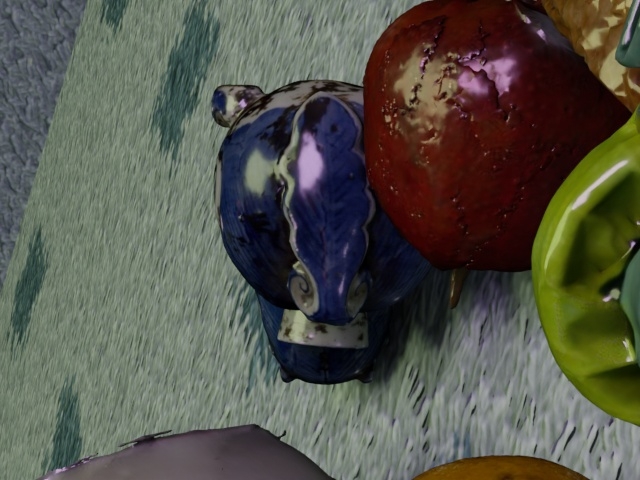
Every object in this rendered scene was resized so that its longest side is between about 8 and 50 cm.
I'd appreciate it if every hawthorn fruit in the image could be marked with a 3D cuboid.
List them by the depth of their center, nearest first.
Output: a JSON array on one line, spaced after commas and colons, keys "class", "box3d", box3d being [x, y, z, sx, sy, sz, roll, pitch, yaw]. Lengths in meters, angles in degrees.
[{"class": "hawthorn fruit", "box3d": [0.088, -0.048, 0.850, 0.148, 0.148, 0.172, -153, 67, -70]}]

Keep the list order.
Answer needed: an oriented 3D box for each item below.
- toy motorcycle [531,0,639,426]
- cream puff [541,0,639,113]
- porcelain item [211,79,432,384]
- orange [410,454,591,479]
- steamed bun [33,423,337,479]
[{"class": "toy motorcycle", "box3d": [0.188, -0.088, 0.431, 0.191, 0.200, 0.326, -91, 17, -77]}, {"class": "cream puff", "box3d": [0.194, -0.087, 0.586, 0.169, 0.183, 0.183, -48, 28, 14]}, {"class": "porcelain item", "box3d": [0.000, 0.000, 1.021, 0.288, 0.138, 0.186, 146, 125, -86]}, {"class": "orange", "box3d": [0.082, 0.164, 0.725, 0.134, 0.157, 0.156, -68, 3, -58]}, {"class": "steamed bun", "box3d": [-0.079, 0.275, 0.916, 0.309, 0.309, 0.309, -167, 90, -71]}]
